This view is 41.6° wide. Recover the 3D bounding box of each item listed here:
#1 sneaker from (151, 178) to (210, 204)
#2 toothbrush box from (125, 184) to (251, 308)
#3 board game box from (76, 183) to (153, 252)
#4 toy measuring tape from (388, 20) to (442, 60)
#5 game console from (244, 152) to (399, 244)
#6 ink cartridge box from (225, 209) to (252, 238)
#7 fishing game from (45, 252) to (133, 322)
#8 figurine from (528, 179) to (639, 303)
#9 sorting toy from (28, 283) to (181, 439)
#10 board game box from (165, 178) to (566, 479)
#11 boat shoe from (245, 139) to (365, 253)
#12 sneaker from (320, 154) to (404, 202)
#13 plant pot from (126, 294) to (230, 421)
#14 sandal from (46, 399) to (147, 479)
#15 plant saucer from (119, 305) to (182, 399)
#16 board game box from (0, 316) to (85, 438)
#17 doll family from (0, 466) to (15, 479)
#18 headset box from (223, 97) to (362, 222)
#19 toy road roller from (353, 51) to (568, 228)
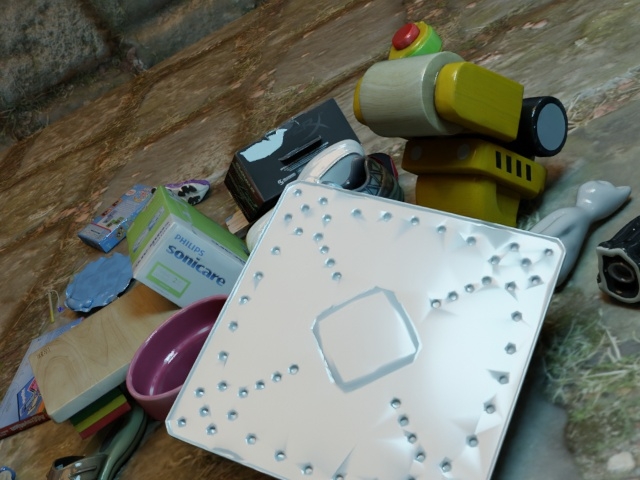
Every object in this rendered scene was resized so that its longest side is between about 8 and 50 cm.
[{"bbox_3d":[-0.343,-0.116,2.085,0.170,0.068,0.071,-4,24,29],"label":"sneaker"},{"bbox_3d":[-0.225,0.030,1.508,0.122,0.206,0.283,-53,23,3],"label":"toothbrush box"},{"bbox_3d":[-0.512,-0.062,2.176,0.211,0.039,0.160,-45,31,-20],"label":"board game box"},{"bbox_3d":[0.210,-0.394,1.894,0.121,0.121,0.330,-15,41,30],"label":"toy measuring tape"},{"bbox_3d":[0.000,0.000,1.536,0.342,0.060,0.386,-26,28,13],"label":"game console"},{"bbox_3d":[-0.170,-0.031,1.788,0.048,0.028,0.083,-33,28,0],"label":"ink cartridge box"},{"bbox_3d":[-0.492,0.099,1.907,0.264,0.041,0.189,-31,35,-8],"label":"fishing game"},{"bbox_3d":[0.398,-0.018,1.144,0.209,0.092,0.215,-39,27,-27],"label":"figurine"},{"bbox_3d":[-0.343,0.201,1.428,0.255,0.089,0.257,-33,25,-15],"label":"sorting toy"},{"bbox_3d":[0.059,0.128,1.045,0.390,0.050,0.390,15,64,23],"label":"board game box"},{"bbox_3d":[-0.011,-0.055,1.489,0.277,0.098,0.096,-48,36,6],"label":"boat shoe"},{"bbox_3d":[0.020,-0.038,1.385,0.104,0.125,0.262,4,47,52],"label":"sneaker"},{"bbox_3d":[-0.149,0.210,1.228,0.201,0.180,0.201,-25,30,15],"label":"plant pot"},{"bbox_3d":[-0.380,0.362,1.323,0.120,0.086,0.303,-15,33,31],"label":"sandal"},{"bbox_3d":[-0.377,0.214,1.603,0.318,0.043,0.317,-24,29,15],"label":"plant saucer"},{"bbox_3d":[-0.570,0.277,1.716,0.145,0.027,0.281,-25,29,18],"label":"board game box"},{"bbox_3d":[-0.612,0.459,1.374,0.263,0.118,0.163,-38,29,-9],"label":"doll family"},{"bbox_3d":[-0.060,-0.151,1.627,0.218,0.110,0.293,-31,-1,-14],"label":"headset box"},{"bbox_3d":[0.207,-0.124,1.274,0.202,0.329,0.240,5,82,51],"label":"toy road roller"}]
